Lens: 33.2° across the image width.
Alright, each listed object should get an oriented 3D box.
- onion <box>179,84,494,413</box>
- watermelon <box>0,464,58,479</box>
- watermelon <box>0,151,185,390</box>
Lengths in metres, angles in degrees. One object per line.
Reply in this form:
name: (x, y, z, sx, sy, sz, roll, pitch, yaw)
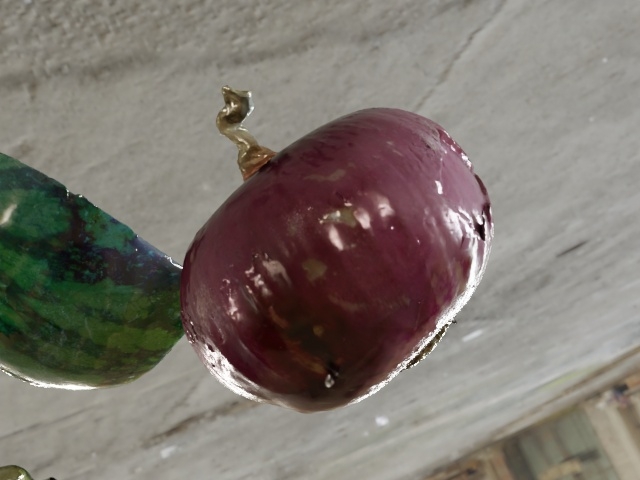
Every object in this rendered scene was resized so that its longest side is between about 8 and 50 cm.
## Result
onion: (0.007, 0.009, 0.567, 0.177, 0.153, 0.177, -39, 149, -28)
watermelon: (-0.159, 0.198, 0.481, 0.303, 0.159, 0.128, -71, -176, -62)
watermelon: (-0.178, 0.013, 0.714, 0.146, 0.128, 0.231, -9, 139, 48)
